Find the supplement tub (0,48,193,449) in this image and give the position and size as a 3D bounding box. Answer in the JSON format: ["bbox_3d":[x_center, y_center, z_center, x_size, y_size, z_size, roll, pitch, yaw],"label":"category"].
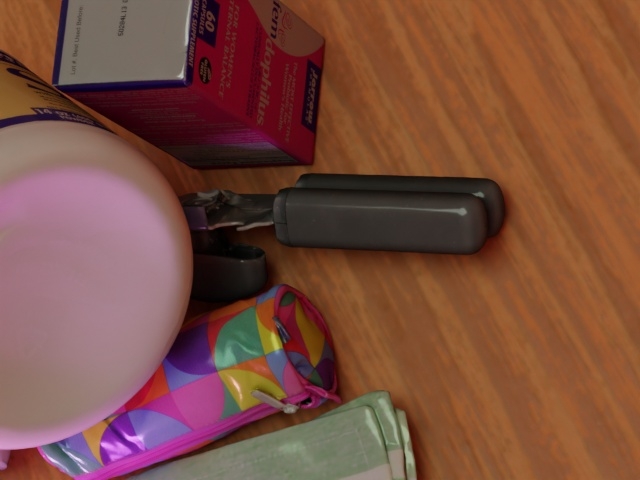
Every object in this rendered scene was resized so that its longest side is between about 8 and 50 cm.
[{"bbox_3d":[-0.266,-0.017,1.437,0.241,0.241,0.331,-57,39,2],"label":"supplement tub"}]

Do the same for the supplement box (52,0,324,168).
[{"bbox_3d":[-0.093,-0.135,1.444,0.114,0.220,0.111,0,77,23],"label":"supplement box"}]

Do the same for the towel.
[{"bbox_3d":[-0.029,0.288,1.373,0.248,0.038,0.325,-21,59,22],"label":"towel"}]

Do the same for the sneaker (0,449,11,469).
[{"bbox_3d":[-0.400,0.093,1.572,0.366,0.135,0.150,11,84,25],"label":"sneaker"}]

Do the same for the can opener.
[{"bbox_3d":[0.000,0.000,1.464,0.283,0.076,0.095,3,110,25],"label":"can opener"}]

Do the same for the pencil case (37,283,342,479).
[{"bbox_3d":[-0.101,0.112,1.451,0.236,0.104,0.104,-22,69,20],"label":"pencil case"}]
